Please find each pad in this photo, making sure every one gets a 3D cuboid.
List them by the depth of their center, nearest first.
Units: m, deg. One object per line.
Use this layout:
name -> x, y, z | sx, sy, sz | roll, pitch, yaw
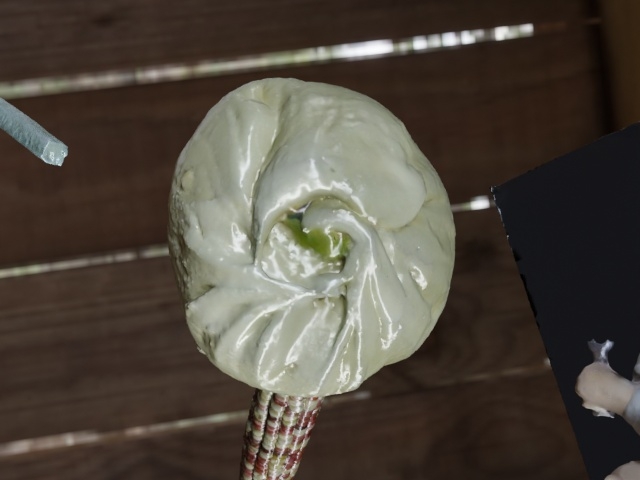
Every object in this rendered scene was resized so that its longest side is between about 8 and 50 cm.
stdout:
pad -> 0.289, 0.070, 1.130 | 0.007, 0.247, 0.368 | 34, 36, -62

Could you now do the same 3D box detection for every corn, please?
corn -> -0.042, 0.198, 1.663 | 0.079, 0.079, 0.237 | -111, -152, -47

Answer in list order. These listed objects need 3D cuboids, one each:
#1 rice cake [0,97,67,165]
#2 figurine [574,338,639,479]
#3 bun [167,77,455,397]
rice cake -> -0.231, -0.088, 1.172 | 0.121, 0.022, 0.022 | 34, -85, 40
figurine -> 0.173, 0.135, 0.737 | 0.112, 0.137, 0.229 | -23, -130, 63
bun -> 0.000, 0.000, 1.249 | 0.160, 0.259, 0.259 | 178, -95, -73
